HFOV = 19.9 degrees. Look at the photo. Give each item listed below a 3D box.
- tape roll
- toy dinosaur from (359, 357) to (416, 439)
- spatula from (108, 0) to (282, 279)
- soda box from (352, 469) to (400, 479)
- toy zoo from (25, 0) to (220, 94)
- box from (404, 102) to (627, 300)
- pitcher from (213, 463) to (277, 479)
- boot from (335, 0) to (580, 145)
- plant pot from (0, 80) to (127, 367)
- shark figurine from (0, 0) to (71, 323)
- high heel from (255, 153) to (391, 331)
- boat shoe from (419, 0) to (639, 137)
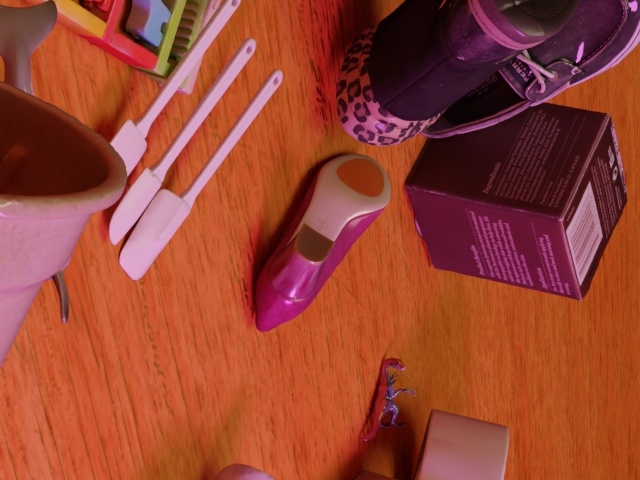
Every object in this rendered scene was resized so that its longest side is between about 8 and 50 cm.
[{"bbox_3d":[0.151,0.351,2.213,0.286,0.100,0.286,14,90,-87],"label":"tape roll"},{"bbox_3d":[0.082,0.185,2.181,0.090,0.047,0.082,-27,108,-44],"label":"toy dinosaur"},{"bbox_3d":[-0.122,-0.093,1.626,0.242,0.019,0.168,-56,148,-17],"label":"spatula"},{"bbox_3d":[0.035,0.332,2.130,0.181,0.061,0.058,-29,127,-56],"label":"soda box"},{"bbox_3d":[-0.157,-0.254,1.509,0.293,0.030,0.192,28,77,-63],"label":"toy zoo"},{"bbox_3d":[0.238,-0.057,2.187,0.167,0.203,0.168,-62,151,-27],"label":"box"},{"bbox_3d":[-0.115,0.344,1.795,0.207,0.125,0.178,-55,163,-57],"label":"pitcher"},{"bbox_3d":[0.180,-0.260,1.896,0.138,0.284,0.377,43,46,-10],"label":"boot"},{"bbox_3d":[-0.317,0.052,1.069,0.334,0.334,0.305,-9,121,-62],"label":"plant pot"},{"bbox_3d":[-0.246,-0.046,1.368,0.166,0.116,0.278,-98,-174,-48],"label":"shark figurine"},{"bbox_3d":[0.000,0.000,1.921,0.117,0.082,0.244,-56,-175,36],"label":"high heel"},{"bbox_3d":[0.235,-0.196,2.021,0.121,0.335,0.119,50,43,-4],"label":"boat shoe"}]
